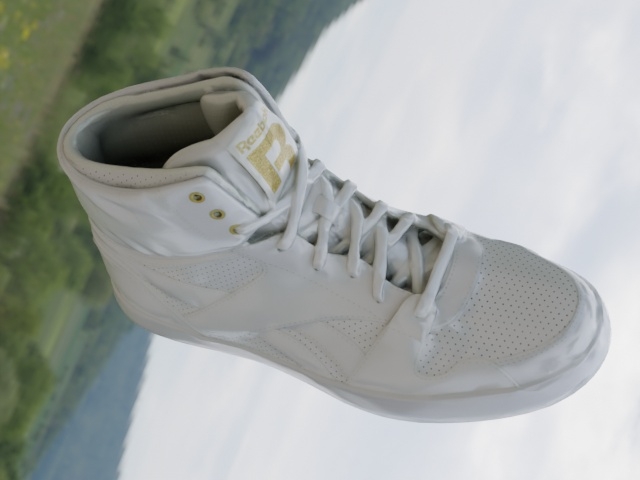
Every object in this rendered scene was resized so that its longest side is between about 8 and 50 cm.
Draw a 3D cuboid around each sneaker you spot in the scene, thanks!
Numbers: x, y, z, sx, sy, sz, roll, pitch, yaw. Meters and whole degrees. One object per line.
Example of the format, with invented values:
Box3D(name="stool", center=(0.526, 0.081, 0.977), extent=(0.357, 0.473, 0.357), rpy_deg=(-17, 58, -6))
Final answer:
Box3D(name="sneaker", center=(0.000, 0.000, 0.784), extent=(0.169, 0.292, 0.108), rpy_deg=(71, 33, -53))
